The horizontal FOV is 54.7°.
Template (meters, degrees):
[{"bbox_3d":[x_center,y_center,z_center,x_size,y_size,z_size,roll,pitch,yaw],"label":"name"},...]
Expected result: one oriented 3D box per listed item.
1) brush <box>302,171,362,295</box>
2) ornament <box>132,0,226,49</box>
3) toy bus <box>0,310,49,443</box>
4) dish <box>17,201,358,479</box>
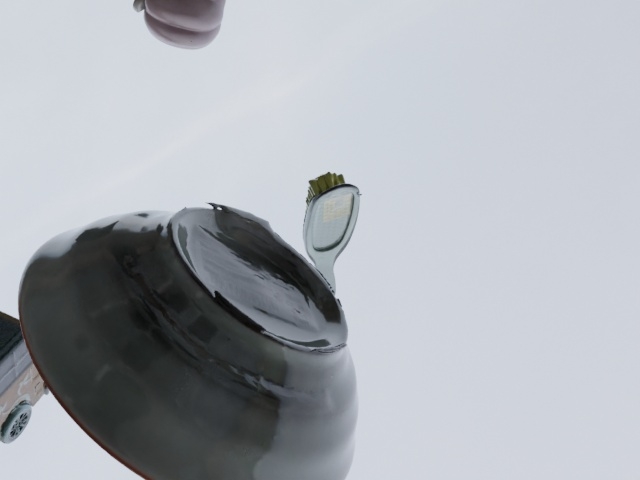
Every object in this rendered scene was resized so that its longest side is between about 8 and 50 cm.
[{"bbox_3d":[0.000,0.000,0.814,0.068,0.297,0.060,-15,-120,-15],"label":"brush"},{"bbox_3d":[-0.257,-0.443,1.136,0.177,0.177,0.177,-5,-121,9],"label":"ornament"},{"bbox_3d":[-0.422,0.195,0.634,0.138,0.167,0.275,23,-139,6],"label":"toy bus"},{"bbox_3d":[-0.058,0.048,0.424,0.085,0.260,0.260,-52,-121,17],"label":"dish"}]
